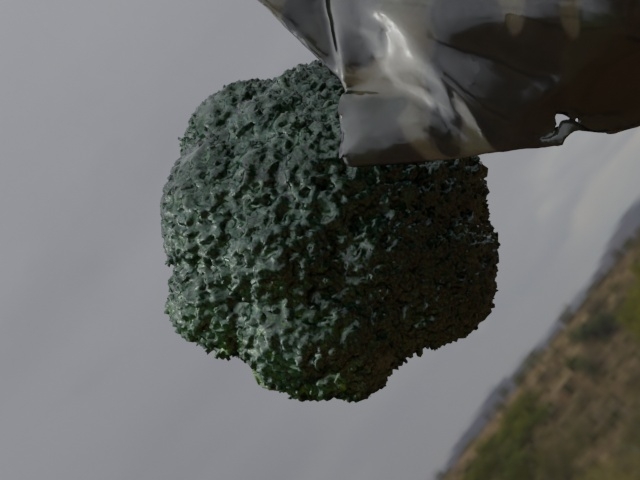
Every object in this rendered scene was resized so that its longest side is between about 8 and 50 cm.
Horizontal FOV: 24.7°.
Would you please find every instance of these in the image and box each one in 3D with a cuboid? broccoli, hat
[{"bbox_3d":[0.000,0.000,1.175,0.297,0.297,0.297,-45,-11,-30],"label":"broccoli"},{"bbox_3d":[0.090,-0.240,0.861,0.257,0.382,0.366,-17,22,42],"label":"hat"}]
